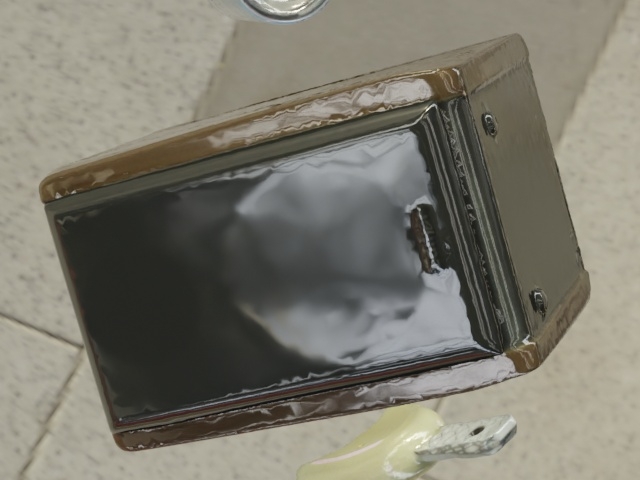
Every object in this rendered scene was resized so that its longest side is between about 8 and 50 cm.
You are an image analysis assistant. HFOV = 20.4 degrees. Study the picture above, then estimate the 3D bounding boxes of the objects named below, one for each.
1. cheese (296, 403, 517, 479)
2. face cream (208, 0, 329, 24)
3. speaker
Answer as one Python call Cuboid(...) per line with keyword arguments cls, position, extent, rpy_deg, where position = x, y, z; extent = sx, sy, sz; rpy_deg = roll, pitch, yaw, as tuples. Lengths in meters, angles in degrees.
Cuboid(cls="cheese", position=(0.085, 0.185, 1.587), extent=(0.127, 0.235, 0.049), rpy_deg=(-37, 101, -35))
Cuboid(cls="face cream", position=(-0.042, -0.186, 1.219), extent=(0.075, 0.229, 0.075), rpy_deg=(-1, 98, -9))
Cuboid(cls="speaker", position=(0.000, 0.000, 0.918), extent=(0.192, 0.231, 0.153), rpy_deg=(-36, 111, -69))
